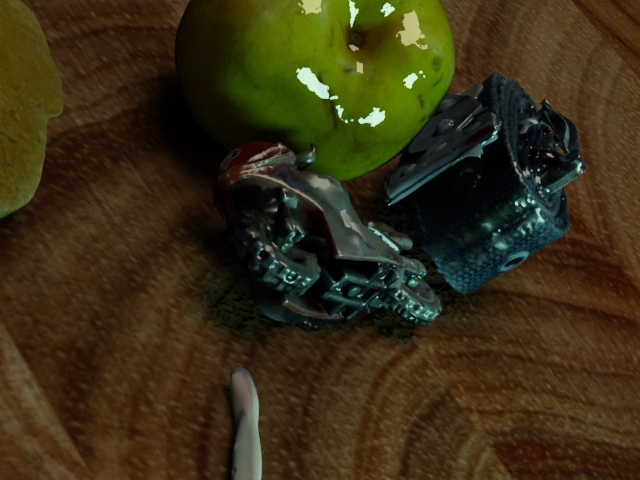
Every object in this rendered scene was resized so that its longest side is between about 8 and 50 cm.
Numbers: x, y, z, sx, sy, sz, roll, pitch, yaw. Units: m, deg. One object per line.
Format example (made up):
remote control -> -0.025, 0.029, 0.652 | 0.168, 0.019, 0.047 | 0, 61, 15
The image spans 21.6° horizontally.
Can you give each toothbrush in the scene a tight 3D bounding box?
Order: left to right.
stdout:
toothbrush -> -0.046, 0.160, 0.910 | 0.027, 0.021, 0.269 | 39, 28, -25

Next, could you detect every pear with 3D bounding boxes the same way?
pear -> -0.006, -0.131, 1.186 | 0.200, 0.200, 0.200 | 27, 32, -19

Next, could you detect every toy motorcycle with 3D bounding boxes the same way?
toy motorcycle -> -0.001, 0.000, 1.124 | 0.213, 0.082, 0.122 | 18, 39, -52

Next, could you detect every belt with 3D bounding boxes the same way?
belt -> 0.133, -0.053, 1.250 | 0.122, 0.128, 0.218 | 54, 15, -13

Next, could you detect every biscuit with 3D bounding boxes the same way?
biscuit -> -0.228, -0.102, 0.996 | 0.181, 0.049, 0.208 | 51, 28, -35
